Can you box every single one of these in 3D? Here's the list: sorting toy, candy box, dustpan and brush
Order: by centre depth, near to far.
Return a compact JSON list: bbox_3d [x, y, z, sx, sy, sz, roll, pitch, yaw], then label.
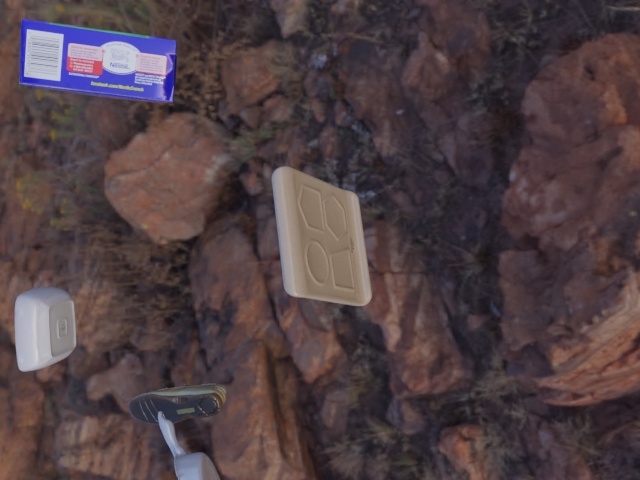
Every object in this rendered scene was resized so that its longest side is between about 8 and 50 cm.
[{"bbox_3d":[0.000,0.000,1.180,0.038,0.208,0.193,-16,74,32],"label":"sorting toy"},{"bbox_3d":[-0.211,0.370,1.267,0.147,0.060,0.211,64,-175,-71],"label":"dustpan and brush"},{"bbox_3d":[-0.417,-0.337,1.502,0.317,0.268,0.122,-146,62,-74],"label":"candy box"}]

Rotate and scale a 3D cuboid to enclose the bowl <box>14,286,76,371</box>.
[{"bbox_3d":[-0.479,0.154,1.379,0.142,0.053,0.142,-16,-76,-78],"label":"bowl"}]

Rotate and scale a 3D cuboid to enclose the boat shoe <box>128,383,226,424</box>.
[{"bbox_3d":[-0.270,0.307,1.497,0.072,0.190,0.068,-68,-29,-65],"label":"boat shoe"}]
